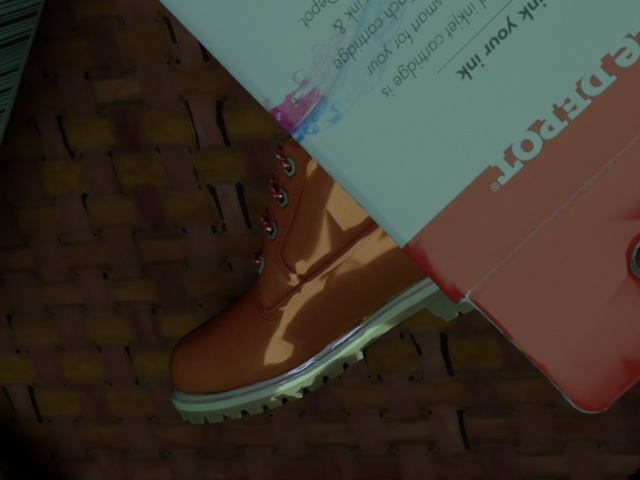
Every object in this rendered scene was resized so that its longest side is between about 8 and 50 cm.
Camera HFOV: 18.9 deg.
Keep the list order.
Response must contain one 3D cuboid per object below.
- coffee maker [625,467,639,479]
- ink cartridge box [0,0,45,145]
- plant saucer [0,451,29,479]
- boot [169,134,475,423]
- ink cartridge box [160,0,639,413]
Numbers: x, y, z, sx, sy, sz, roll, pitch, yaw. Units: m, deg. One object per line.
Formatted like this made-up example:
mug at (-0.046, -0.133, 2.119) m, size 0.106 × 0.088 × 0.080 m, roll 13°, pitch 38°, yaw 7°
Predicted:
coffee maker at (0.038, 0.160, 0.685) m, size 0.178 × 0.120 × 0.171 m, roll 0°, pitch 93°, yaw 20°
ink cartridge box at (-0.207, -0.067, 0.672) m, size 0.224 × 0.045 × 0.223 m, roll 36°, pitch 124°, yaw 19°
plant saucer at (-0.203, 0.158, 0.806) m, size 0.277 × 0.041 × 0.278 m, roll 9°, pitch 120°, yaw 16°
boot at (0.000, 0.000, 0.639) m, size 0.158 × 0.059 × 0.085 m, roll -32°, pitch 99°, yaw 22°
ink cartridge box at (0.044, -0.081, 0.537) m, size 0.231 × 0.078 × 0.134 m, roll 46°, pitch 109°, yaw -1°
